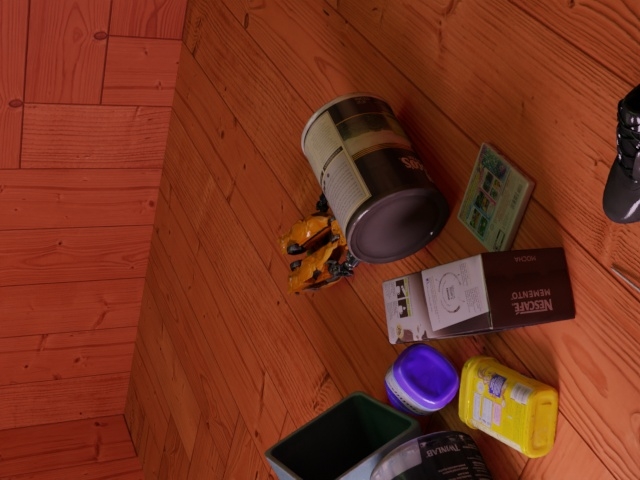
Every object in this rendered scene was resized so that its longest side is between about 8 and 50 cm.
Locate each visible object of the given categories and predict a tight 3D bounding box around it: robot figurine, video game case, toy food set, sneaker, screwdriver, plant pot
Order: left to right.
[{"bbox_3d":[0.000,0.000,2.109,0.132,0.038,0.192,66,146,36],"label":"toy food set"},{"bbox_3d":[0.014,0.004,1.992,0.291,0.085,0.211,-33,62,45],"label":"robot figurine"},{"bbox_3d":[0.083,0.492,1.780,0.248,0.247,0.252,14,131,62],"label":"plant pot"},{"bbox_3d":[0.298,-0.067,1.538,0.143,0.019,0.157,55,139,47],"label":"video game case"},{"bbox_3d":[0.453,0.079,1.242,0.170,0.025,0.024,48,133,51],"label":"screwdriver"},{"bbox_3d":[0.427,-0.140,1.158,0.109,0.130,0.286,58,142,41],"label":"sneaker"}]

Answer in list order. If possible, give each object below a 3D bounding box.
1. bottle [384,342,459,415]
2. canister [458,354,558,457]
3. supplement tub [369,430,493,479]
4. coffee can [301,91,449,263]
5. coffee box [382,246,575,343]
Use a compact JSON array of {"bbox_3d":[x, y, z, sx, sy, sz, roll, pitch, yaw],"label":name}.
[{"bbox_3d":[0.176,0.265,1.647,0.118,0.092,0.283,43,166,9],"label":"bottle"},{"bbox_3d":[0.311,0.274,1.486,0.170,0.073,0.126,20,109,60],"label":"canister"},{"bbox_3d":[0.232,0.514,1.517,0.207,0.207,0.338,-64,38,44],"label":"supplement tub"},{"bbox_3d":[0.099,-0.122,1.724,0.275,0.201,0.201,65,146,36],"label":"coffee can"},{"bbox_3d":[0.252,0.097,1.482,0.297,0.168,0.119,-24,71,62],"label":"coffee box"}]
